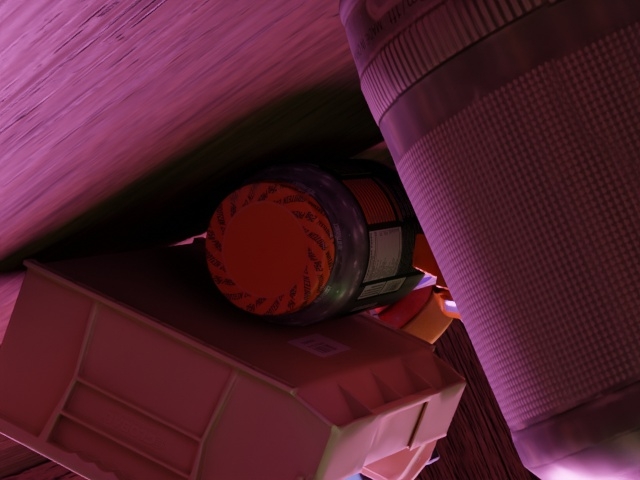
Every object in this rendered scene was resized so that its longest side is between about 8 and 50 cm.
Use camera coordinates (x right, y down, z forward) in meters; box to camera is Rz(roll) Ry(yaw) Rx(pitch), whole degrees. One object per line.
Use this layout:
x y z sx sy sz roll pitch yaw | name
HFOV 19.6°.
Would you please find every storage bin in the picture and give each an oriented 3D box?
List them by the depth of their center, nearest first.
-0.064 0.106 1.339 0.262 0.260 0.123 -7 119 -65 | storage bin

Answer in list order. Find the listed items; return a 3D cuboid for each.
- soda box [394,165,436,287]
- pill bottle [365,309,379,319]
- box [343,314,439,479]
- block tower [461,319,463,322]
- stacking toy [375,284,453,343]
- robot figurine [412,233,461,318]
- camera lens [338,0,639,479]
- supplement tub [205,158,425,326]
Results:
0.054 -0.004 1.576 0.091 0.098 0.286 -26 173 28 | soda box
-0.003 0.095 1.646 0.121 0.216 0.121 -23 173 -3 | pill bottle
0.014 0.117 1.757 0.100 0.244 0.060 -18 171 -38 | box
0.274 -0.021 1.650 0.335 0.097 0.091 -46 155 15 | block tower
0.015 0.038 1.970 0.309 0.130 0.279 -25 -160 38 | stacking toy
0.124 -0.031 1.309 0.085 0.211 0.291 9 178 8 | robot figurine
0.144 -0.044 0.773 0.219 0.274 0.219 -23 174 -3 | camera lens
0.000 0.000 1.334 0.117 0.117 0.190 -26 172 24 | supplement tub
